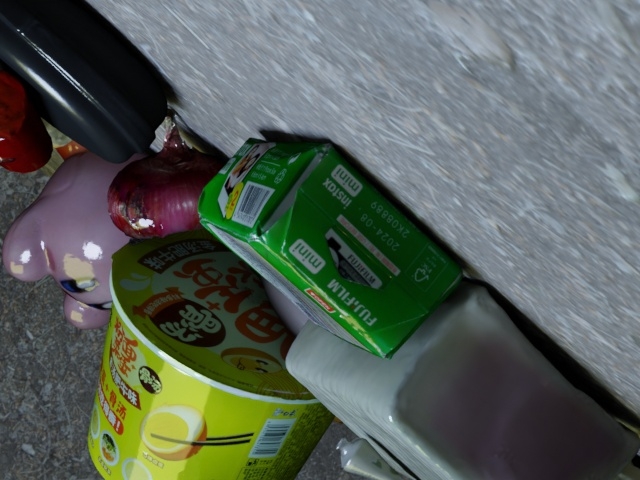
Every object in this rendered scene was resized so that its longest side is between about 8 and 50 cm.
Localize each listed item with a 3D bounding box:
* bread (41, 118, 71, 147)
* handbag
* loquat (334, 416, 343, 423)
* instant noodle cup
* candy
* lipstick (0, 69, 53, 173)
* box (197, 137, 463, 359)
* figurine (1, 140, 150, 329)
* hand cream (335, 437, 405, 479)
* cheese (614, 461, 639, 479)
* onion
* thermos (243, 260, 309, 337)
[{"bbox_3d":[-0.388,-0.231,2.029,0.246,0.111,0.239,47,168,-33],"label":"bread"},{"bbox_3d":[-0.277,-0.192,1.781,0.254,0.093,0.308,47,170,-34],"label":"handbag"},{"bbox_3d":[0.028,0.161,2.196,0.141,0.141,0.141,39,173,6],"label":"loquat"},{"bbox_3d":[-0.116,0.156,1.914,0.311,0.221,0.311,18,-151,-10],"label":"instant noodle cup"},{"bbox_3d":[0.113,0.139,1.582,0.208,0.145,0.359,42,172,-16],"label":"candy"},{"bbox_3d":[-0.321,-0.116,1.813,0.073,0.073,0.279,40,173,0],"label":"lipstick"},{"bbox_3d":[0.000,0.000,1.496,0.180,0.103,0.250,43,174,-15],"label":"box"},{"bbox_3d":[-0.262,-0.030,2.321,0.211,0.261,0.269,-4,142,38],"label":"figurine"},{"bbox_3d":[0.084,0.237,1.645,0.165,0.037,0.057,35,167,-4],"label":"hand cream"},{"bbox_3d":[0.232,0.300,1.662,0.127,0.233,0.266,32,-179,-33],"label":"cheese"},{"bbox_3d":[-0.162,-0.076,1.875,0.150,0.150,0.140,28,135,59],"label":"onion"},{"bbox_3d":[0.005,0.053,1.849,0.137,0.105,0.193,3,-154,-44],"label":"thermos"}]
